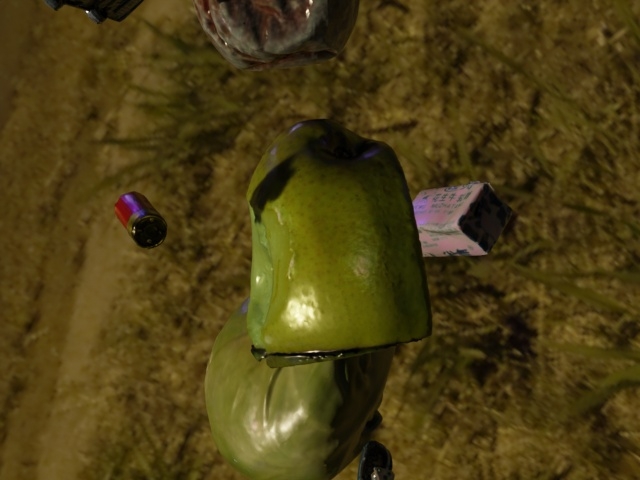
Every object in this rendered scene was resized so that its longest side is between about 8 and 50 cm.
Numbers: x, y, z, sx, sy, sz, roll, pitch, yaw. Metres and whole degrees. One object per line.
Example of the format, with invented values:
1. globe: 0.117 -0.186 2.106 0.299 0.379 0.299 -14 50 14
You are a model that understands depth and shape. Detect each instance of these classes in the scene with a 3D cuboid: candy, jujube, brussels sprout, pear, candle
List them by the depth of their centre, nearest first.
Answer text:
1. pear: 0.000 0.000 1.328 0.292 0.159 0.292 177 90 -75
2. candle: -0.249 -0.033 1.668 0.052 0.052 0.130 -53 31 2
3. jujube: -0.060 -0.379 1.676 0.215 0.246 0.308 -102 23 -66
4. candy: 0.189 -0.028 1.740 0.160 0.073 0.092 -3 47 57
5. brussels sprout: -0.032 0.210 1.801 0.328 0.247 0.328 -19 58 33

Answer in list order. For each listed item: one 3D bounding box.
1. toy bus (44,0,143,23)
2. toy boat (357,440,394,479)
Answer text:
1. toy bus: -0.280 -0.319 1.428 0.079 0.236 0.094 -34 82 15
2. toy boat: 0.053 0.222 1.126 0.038 0.038 0.083 -24 43 27
